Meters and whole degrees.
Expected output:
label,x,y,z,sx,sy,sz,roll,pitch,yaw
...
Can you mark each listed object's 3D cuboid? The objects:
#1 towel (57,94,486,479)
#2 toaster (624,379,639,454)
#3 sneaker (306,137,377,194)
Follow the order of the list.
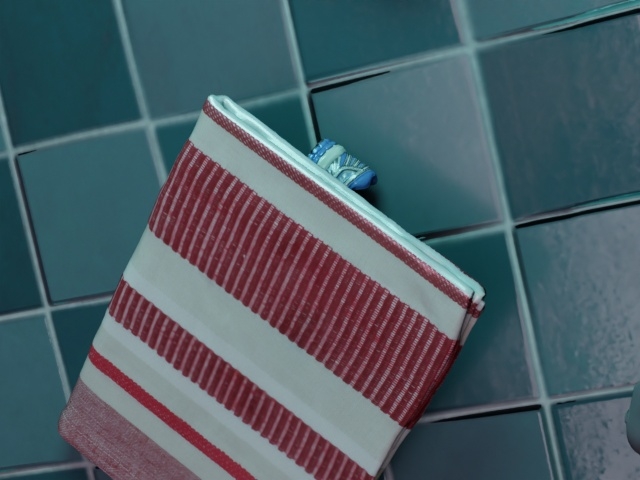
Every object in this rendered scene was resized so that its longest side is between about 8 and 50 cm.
label,x,y,z,sx,sy,sz,roll,pitch,yaw
towel,-0.045,0.087,1.210,0.237,0.037,0.329,36,124,13
toaster,0.283,0.072,1.039,0.146,0.129,0.227,19,97,33
sneaker,0.000,0.000,1.207,0.058,0.052,0.135,25,108,13
